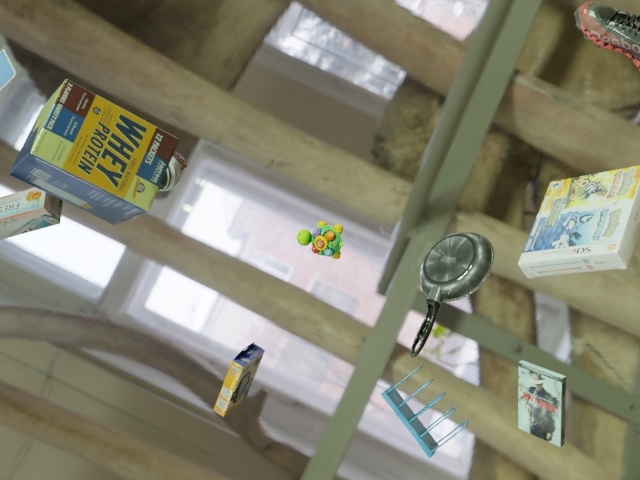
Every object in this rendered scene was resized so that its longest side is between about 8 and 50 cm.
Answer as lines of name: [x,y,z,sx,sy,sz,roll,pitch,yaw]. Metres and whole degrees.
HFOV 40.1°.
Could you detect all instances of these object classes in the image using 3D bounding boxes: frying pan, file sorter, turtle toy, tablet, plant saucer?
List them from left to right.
tablet: [-0.584,-0.301,1.588,0.083,0.054,0.006,-32,-7,30]
plant saucer: [-0.446,-0.223,2.386,0.168,0.168,0.029,96,178,-79]
turtle toy: [0.000,0.000,2.298,0.066,0.130,0.095,-21,-61,-58]
file sorter: [0.233,0.370,1.934,0.104,0.170,0.118,-40,-11,8]
frying pan: [0.272,0.102,2.075,0.326,0.053,0.197,-45,37,-1]

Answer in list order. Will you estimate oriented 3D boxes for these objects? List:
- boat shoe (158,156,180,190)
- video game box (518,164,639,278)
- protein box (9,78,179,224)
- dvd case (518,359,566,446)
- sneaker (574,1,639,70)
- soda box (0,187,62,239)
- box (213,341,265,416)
boat shoe: [-0.464,-0.167,1.967,0.119,0.335,0.121,-10,-78,-50]
video game box: [0.452,-0.031,1.491,0.187,0.048,0.205,-8,42,44]
protein box: [-0.377,-0.137,1.451,0.200,0.201,0.136,-12,54,61]
dvd case: [0.349,0.257,1.386,0.013,0.087,0.119,-14,-70,-35]
sneaker: [0.709,-0.472,1.983,0.098,0.276,0.135,-50,-11,-19]
soda box: [-0.594,-0.048,1.689,0.063,0.183,0.058,59,-159,-52]
box: [-0.146,0.249,1.600,0.081,0.028,0.136,-32,-29,-58]
